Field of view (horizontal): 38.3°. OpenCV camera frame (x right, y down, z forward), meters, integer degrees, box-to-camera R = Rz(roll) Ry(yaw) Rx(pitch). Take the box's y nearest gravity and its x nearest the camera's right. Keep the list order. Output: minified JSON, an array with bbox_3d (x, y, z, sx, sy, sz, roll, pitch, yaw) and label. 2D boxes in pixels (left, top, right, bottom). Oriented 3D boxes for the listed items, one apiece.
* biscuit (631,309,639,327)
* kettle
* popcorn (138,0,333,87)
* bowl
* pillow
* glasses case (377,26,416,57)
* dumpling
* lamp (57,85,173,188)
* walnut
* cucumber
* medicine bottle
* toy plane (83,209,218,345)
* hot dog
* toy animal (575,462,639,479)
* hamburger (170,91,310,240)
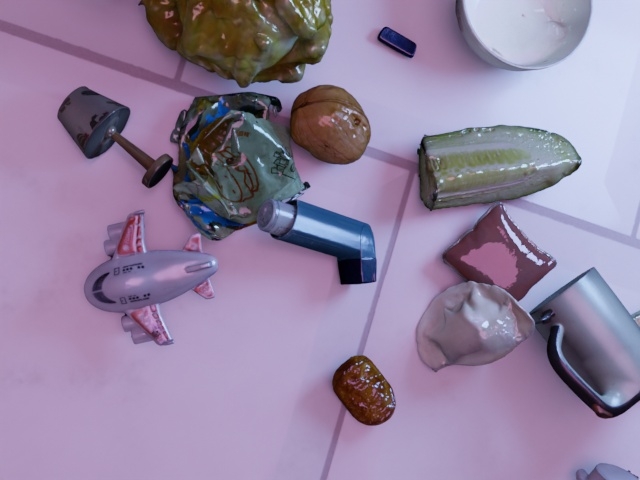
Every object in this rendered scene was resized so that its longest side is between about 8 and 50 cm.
[{"bbox_3d":[0.692,0.215,1.914,0.252,0.052,0.150,-25,87,-8],"label":"biscuit"},{"bbox_3d":[0.526,0.210,1.790,0.240,0.165,0.255,-29,81,-41],"label":"kettle"},{"bbox_3d":[-0.138,-0.430,1.674,0.335,0.279,0.274,25,65,-16],"label":"popcorn"},{"bbox_3d":[0.391,-0.464,1.850,0.277,0.145,0.277,1,87,-10],"label":"bowl"},{"bbox_3d":[0.354,0.040,1.846,0.171,0.075,0.179,-43,93,-4],"label":"pillow"},{"bbox_3d":[0.155,-0.399,1.860,0.083,0.023,0.033,28,77,-10],"label":"glasses case"},{"bbox_3d":[0.299,0.162,1.803,0.126,0.216,0.166,-11,79,-42],"label":"dumpling"},{"bbox_3d":[-0.376,-0.186,1.690,0.214,0.121,0.121,40,80,4],"label":"lamp"},{"bbox_3d":[0.023,-0.219,1.757,0.180,0.144,0.144,39,79,-38],"label":"walnut"},{"bbox_3d":[0.350,-0.148,1.848,0.325,0.105,0.145,-9,62,-12],"label":"cucumber"},{"bbox_3d":[0.000,0.000,1.740,0.258,0.079,0.124,20,74,-32],"label":"medicine bottle"},{"bbox_3d":[-0.309,0.069,1.686,0.252,0.118,0.252,0,91,2],"label":"toy plane"},{"bbox_3d":[0.085,0.289,1.784,0.099,0.065,0.147,-41,106,-11],"label":"hot dog"},{"bbox_3d":[0.557,0.556,1.860,0.103,0.131,0.221,-3,116,-43],"label":"toy animal"},{"bbox_3d":[-0.158,-0.154,1.720,0.260,0.150,0.276,-19,90,-13],"label":"hamburger"}]
